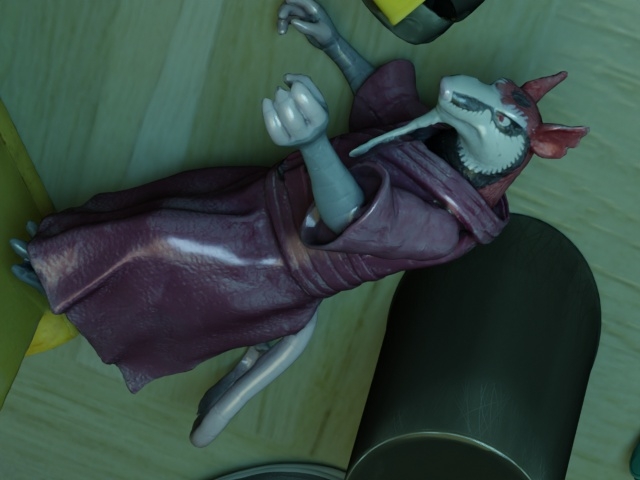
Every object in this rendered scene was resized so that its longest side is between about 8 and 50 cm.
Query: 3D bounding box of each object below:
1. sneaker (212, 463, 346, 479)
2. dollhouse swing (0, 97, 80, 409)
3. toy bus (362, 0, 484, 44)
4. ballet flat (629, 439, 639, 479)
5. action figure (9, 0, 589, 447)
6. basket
[{"bbox_3d":[0.021,0.276,1.023,0.321,0.180,0.125,7,117,11],"label":"sneaker"},{"bbox_3d":[-0.351,-0.032,0.905,0.315,0.305,0.347,-15,112,21],"label":"dollhouse swing"},{"bbox_3d":[0.050,-0.237,0.753,0.149,0.220,0.211,-41,93,24],"label":"toy bus"},{"bbox_3d":[0.295,0.118,0.944,0.070,0.070,0.188,34,122,-3],"label":"ballet flat"},{"bbox_3d":[0.000,0.000,0.859,0.370,0.248,0.276,-17,111,24],"label":"action figure"},{"bbox_3d":[0.099,0.117,0.899,0.154,0.227,0.204,18,118,6],"label":"basket"}]
